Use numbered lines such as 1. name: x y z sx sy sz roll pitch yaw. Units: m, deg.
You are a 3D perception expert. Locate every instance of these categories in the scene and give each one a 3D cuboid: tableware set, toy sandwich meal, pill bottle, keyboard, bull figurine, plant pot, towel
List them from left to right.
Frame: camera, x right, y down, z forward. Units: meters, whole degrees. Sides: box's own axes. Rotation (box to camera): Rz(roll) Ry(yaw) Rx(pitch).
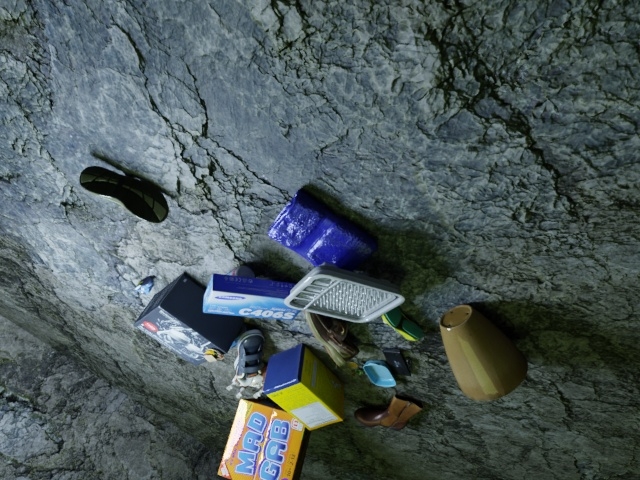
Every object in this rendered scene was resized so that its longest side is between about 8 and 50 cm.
1. toy sandwich meal: -0.437 0.472 1.716 0.085 0.029 0.086 12 138 11
2. pill bottle: -0.328 0.160 1.600 0.160 0.087 0.087 -28 118 39
3. bull figurine: -0.347 0.690 2.086 0.310 0.188 0.101 -18 108 27
4. towel: 0.000 0.000 1.318 0.308 0.076 0.228 31 137 -11
5. tableware set: 0.115 0.561 1.874 0.104 0.024 0.154 -27 119 39
6. keyboard: 0.331 0.504 1.733 0.108 0.023 0.180 -2 133 32
7. plant pot: 0.507 0.343 1.380 0.237 0.237 0.254 -25 105 38

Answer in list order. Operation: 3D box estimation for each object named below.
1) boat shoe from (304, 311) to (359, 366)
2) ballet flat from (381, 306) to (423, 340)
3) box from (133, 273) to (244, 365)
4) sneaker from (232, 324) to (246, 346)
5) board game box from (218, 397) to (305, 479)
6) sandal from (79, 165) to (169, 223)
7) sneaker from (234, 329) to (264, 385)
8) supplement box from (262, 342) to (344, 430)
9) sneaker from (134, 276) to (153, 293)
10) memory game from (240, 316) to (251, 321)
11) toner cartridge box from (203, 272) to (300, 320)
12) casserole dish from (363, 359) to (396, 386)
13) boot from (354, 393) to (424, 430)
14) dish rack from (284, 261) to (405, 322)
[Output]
1. boat shoe: 0.050 0.352 1.642 0.123 0.123 0.342 -29 117 6
2. ballet flat: 0.271 0.291 1.509 0.231 0.077 0.077 41 147 -22
3. box: -0.569 0.354 1.812 0.343 0.179 0.312 41 136 -18
4. sneaker: -0.383 0.437 1.928 0.082 0.069 0.209 13 138 -38
5. board game box: -0.259 1.051 2.185 0.356 0.357 0.356 12 162 11
6. sandal: -0.648 -0.157 1.411 0.302 0.120 0.086 28 165 -4
7. sneaker: -0.316 0.540 1.911 0.126 0.127 0.321 -4 135 -24
8. supplement box: -0.065 0.667 1.902 0.194 0.195 0.356 -27 120 23
9. sneaker: -0.759 0.199 1.837 0.059 0.053 0.144 45 141 -22
10. memory game: -0.379 0.297 1.811 0.186 0.012 0.186 12 137 12
11. toner cartridge box: -0.236 0.212 1.532 0.347 0.075 0.165 10 140 -22
12. casserole dish: 0.259 0.572 1.818 0.114 0.037 0.188 -9 130 28
13. boot: 0.317 0.811 1.992 0.264 0.096 0.280 19 136 3
14. dish rack: 0.075 0.171 1.368 0.332 0.072 0.285 18 145 -20
